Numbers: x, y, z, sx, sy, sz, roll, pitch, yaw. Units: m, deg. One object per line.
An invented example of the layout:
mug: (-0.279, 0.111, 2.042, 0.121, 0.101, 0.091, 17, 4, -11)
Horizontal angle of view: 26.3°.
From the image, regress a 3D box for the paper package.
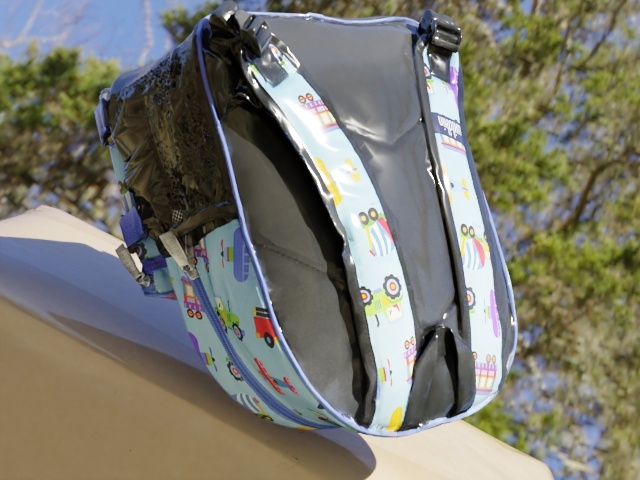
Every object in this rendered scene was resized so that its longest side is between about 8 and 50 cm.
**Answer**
paper package: (-0.092, 0.185, 0.673, 0.324, 0.168, 0.310, 28, -78, 4)

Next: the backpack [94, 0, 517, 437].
backpack: (0.000, 0.000, 0.568, 0.117, 0.158, 0.173, -24, -101, 42)
